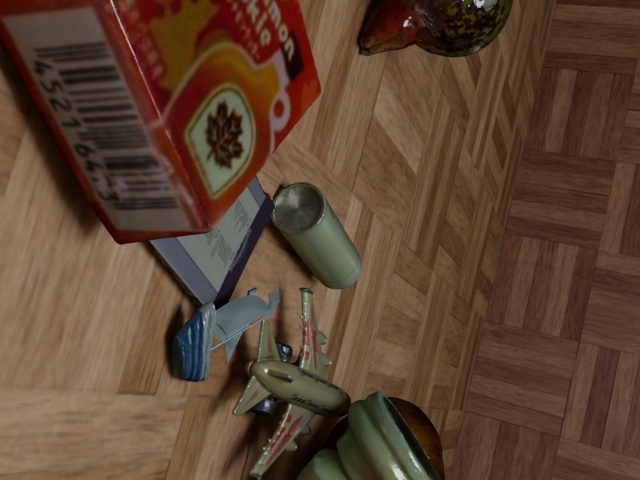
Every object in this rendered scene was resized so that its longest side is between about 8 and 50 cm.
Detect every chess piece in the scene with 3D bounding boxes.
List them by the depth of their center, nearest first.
[{"bbox_3d":[0.001,0.341,0.950,0.298,0.176,0.176,-35,154,4],"label":"chess piece"}]

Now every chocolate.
[{"bbox_3d":[-0.106,-0.152,0.562,0.235,0.107,0.238,-57,142,-39],"label":"chocolate"}]

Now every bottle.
[{"bbox_3d":[0.000,0.000,0.969,0.201,0.072,0.072,54,51,-61],"label":"bottle"}]

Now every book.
[{"bbox_3d":[-0.117,-0.037,0.734,0.158,0.026,0.231,-64,154,-25],"label":"book"}]

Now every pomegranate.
[{"bbox_3d":[0.155,-0.351,1.063,0.247,0.214,0.214,-35,148,-5],"label":"pomegranate"}]

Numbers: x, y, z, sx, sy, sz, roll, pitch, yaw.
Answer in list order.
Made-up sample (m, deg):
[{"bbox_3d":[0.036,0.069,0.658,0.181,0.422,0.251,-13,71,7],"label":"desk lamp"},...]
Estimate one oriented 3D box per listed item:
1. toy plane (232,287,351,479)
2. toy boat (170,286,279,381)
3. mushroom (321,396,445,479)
[{"bbox_3d":[-0.030,0.190,0.948,0.256,0.104,0.242,50,52,-63],"label":"toy plane"},{"bbox_3d":[-0.096,0.089,0.770,0.149,0.034,0.105,-39,147,-20],"label":"toy boat"},{"bbox_3d":[0.109,0.437,1.147,0.345,0.259,0.346,-158,-90,-85],"label":"mushroom"}]
